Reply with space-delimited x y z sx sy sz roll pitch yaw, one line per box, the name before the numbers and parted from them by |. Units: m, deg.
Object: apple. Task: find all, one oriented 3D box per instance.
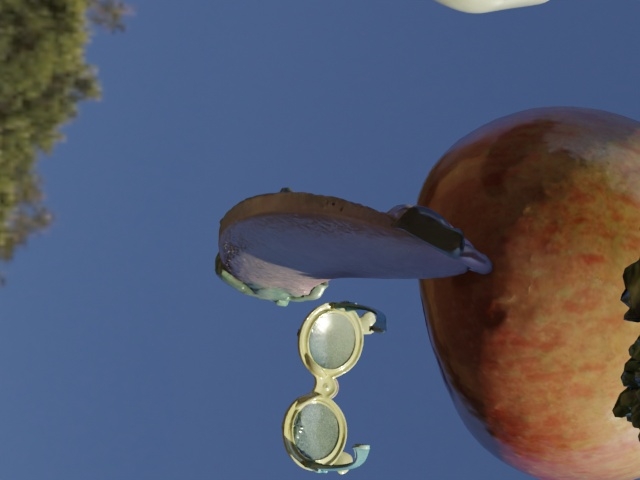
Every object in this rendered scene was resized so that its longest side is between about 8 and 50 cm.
apple | 0.237 0.047 1.269 0.269 0.345 0.345 -11 -98 14

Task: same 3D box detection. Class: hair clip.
hair clip | -0.002 -0.001 0.971 0.110 0.095 0.358 56 -13 -9

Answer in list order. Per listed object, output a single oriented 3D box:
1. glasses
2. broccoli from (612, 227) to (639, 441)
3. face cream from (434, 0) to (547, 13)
glasses | 0.012 0.149 1.526 0.220 0.088 0.190 112 -11 -81
broccoli | 0.331 0.090 0.793 0.338 0.277 0.318 -10 -88 13
face cream | 0.107 -0.242 1.209 0.144 0.291 0.071 41 -65 12
